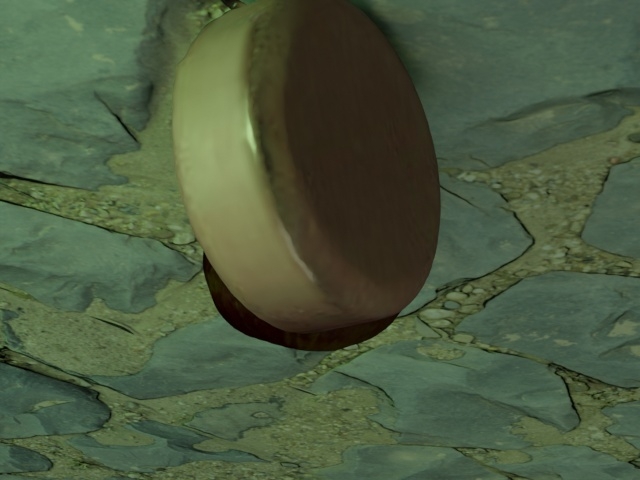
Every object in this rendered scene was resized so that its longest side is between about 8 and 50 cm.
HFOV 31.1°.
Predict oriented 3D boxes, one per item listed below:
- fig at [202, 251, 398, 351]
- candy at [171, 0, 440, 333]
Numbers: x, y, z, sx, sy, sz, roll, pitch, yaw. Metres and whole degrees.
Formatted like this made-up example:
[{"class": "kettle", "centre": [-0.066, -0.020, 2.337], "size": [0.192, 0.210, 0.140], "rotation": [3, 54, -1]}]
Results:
[{"class": "fig", "centre": [-0.001, 0.000, 1.011], "size": [0.205, 0.205, 0.205], "rotation": [4, 153, 2]}, {"class": "candy", "centre": [-0.005, -0.064, 0.824], "size": [0.094, 0.255, 0.255], "rotation": [-13, 148, 32]}]
